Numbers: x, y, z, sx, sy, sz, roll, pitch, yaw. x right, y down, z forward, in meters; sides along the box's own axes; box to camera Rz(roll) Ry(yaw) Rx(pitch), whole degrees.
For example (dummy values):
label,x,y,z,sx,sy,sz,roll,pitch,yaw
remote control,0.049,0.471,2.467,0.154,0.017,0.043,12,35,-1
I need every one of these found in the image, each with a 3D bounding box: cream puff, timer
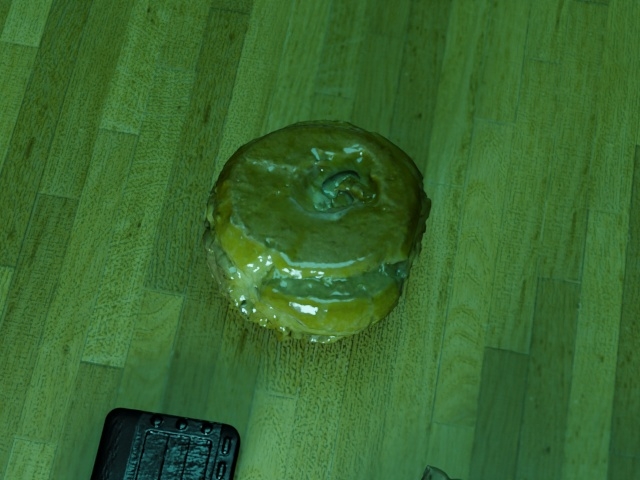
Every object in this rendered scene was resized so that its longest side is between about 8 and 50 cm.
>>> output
label,x,y,z,sx,sy,sz,roll,pitch,yaw
cream puff,0.000,0.000,2.070,0.327,0.231,0.343,-15,59,-15
timer,-0.210,0.309,2.012,0.188,0.055,0.144,8,64,6

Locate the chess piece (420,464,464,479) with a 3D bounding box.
label,x,y,z,sx,sy,sz,roll,pitch,yaw
chess piece,0.239,0.398,1.947,0.261,0.142,0.142,18,65,1
